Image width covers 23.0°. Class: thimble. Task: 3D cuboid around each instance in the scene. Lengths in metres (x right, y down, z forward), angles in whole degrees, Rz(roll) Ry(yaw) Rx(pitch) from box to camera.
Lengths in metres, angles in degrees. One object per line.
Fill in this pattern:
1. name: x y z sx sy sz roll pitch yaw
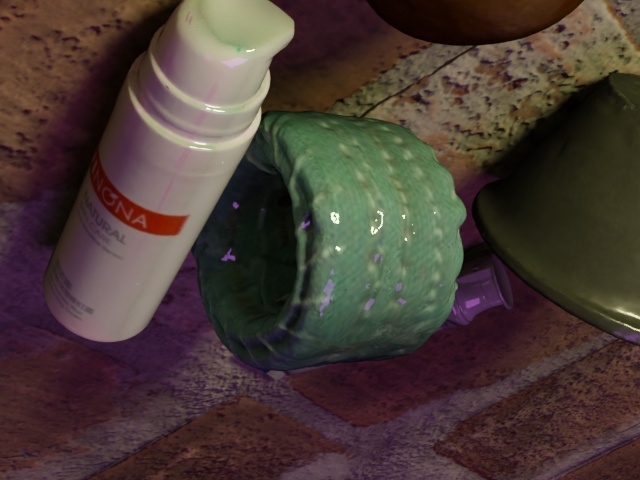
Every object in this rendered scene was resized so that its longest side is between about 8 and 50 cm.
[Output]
1. thimble: 0.000 0.000 1.233 0.143 0.198 0.235 -1 178 -31

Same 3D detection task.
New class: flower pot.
1. flower pot: 0.277 -0.037 1.323 0.269 0.269 0.166 3 122 -35

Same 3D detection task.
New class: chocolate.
1. chocolate: 0.095 -0.192 1.003 0.177 0.176 0.176 -15 150 -9

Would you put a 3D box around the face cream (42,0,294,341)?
1. face cream: -0.118 -0.052 1.161 0.102 0.102 0.345 -3 146 -27

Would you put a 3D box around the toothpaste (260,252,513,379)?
1. toothpaste: 0.056 0.081 1.547 0.266 0.061 0.096 -21 153 16
